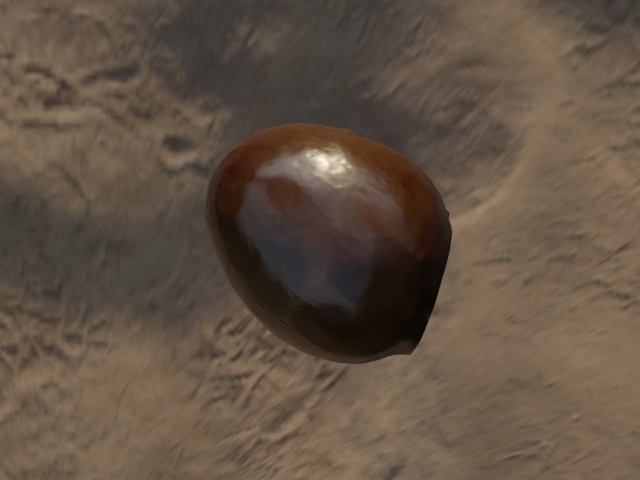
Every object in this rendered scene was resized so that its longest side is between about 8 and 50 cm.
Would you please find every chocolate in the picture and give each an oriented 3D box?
[{"bbox_3d":[0.000,0.000,0.947,0.133,0.127,0.124,15,93,-2],"label":"chocolate"}]
